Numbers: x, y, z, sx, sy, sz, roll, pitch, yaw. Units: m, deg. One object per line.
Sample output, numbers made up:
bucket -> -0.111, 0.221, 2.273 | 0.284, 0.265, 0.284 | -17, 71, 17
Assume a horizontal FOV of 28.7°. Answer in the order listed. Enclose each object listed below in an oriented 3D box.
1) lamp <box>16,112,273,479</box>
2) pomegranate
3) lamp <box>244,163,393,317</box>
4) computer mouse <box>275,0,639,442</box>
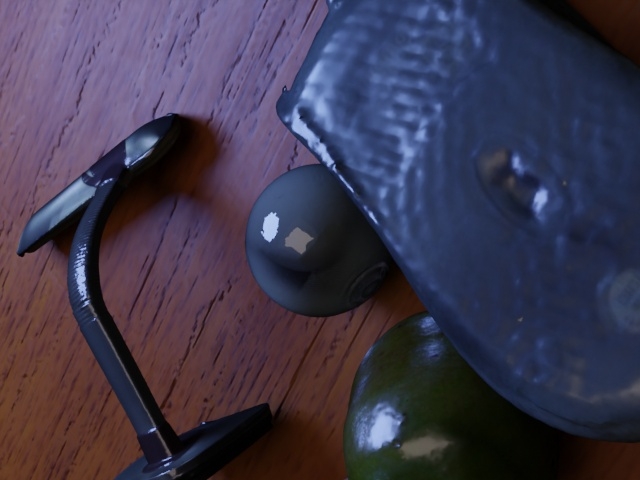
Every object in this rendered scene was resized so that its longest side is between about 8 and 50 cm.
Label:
lamp -> -0.164, 0.066, 0.963 | 0.203, 0.124, 0.283 | -29, 75, 44
pomegranate -> 0.066, 0.139, 0.791 | 0.131, 0.152, 0.191 | 27, 121, -11
lamp -> 0.000, 0.000, 0.843 | 0.105, 0.105, 0.105 | 4, 98, 35
computer mouse -> 0.120, -0.043, 0.743 | 0.188, 0.122, 0.371 | -49, 63, 18
